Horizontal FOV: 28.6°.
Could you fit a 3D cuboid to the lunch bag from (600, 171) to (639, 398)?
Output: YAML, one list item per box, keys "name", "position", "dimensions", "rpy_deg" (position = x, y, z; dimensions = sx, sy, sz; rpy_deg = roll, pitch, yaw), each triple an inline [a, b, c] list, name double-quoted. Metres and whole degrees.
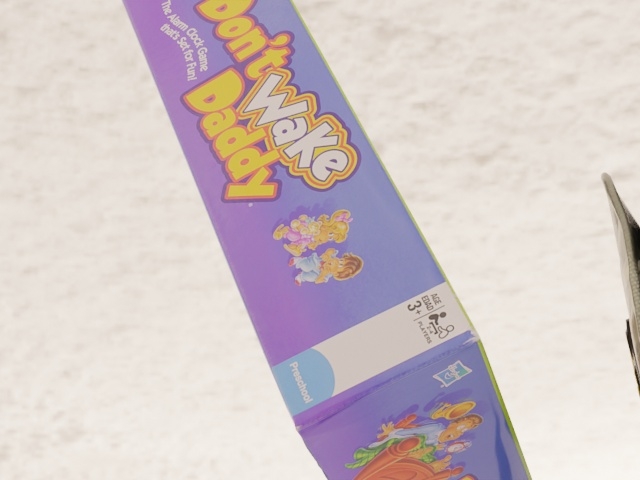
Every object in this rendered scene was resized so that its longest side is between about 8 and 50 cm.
- name: "lunch bag"
  position: [0.219, 0.017, 0.534]
  dimensions: [0.168, 0.287, 0.235]
  rpy_deg: [17, 159, 30]

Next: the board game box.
- name: "board game box"
  position: [0.000, 0.000, 0.653]
  dimensions: [0.078, 0.347, 0.233]
  rpy_deg: [-26, 140, 0]
